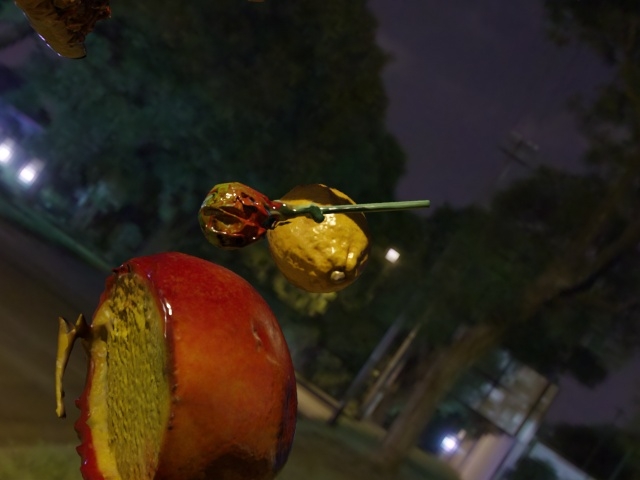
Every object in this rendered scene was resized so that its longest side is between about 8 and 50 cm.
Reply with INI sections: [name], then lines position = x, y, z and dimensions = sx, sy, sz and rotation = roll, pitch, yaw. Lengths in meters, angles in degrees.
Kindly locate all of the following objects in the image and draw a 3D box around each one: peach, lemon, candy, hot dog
[peach]
position = -0.197, 0.229, 1.924
dimensions = 0.310, 0.406, 0.335
rotation = 12, -31, -43
[lemon]
position = 0.000, 0.000, 1.450
dimensions = 0.114, 0.114, 0.155
rotation = 42, 11, -40
[candy]
position = -0.005, -0.025, 1.111
dimensions = 0.201, 0.060, 0.060
rotation = -4, -6, -5
[hot dog]
position = -0.382, -0.382, 1.972
dimensions = 0.117, 0.158, 0.349
rotation = 6, -7, 0
